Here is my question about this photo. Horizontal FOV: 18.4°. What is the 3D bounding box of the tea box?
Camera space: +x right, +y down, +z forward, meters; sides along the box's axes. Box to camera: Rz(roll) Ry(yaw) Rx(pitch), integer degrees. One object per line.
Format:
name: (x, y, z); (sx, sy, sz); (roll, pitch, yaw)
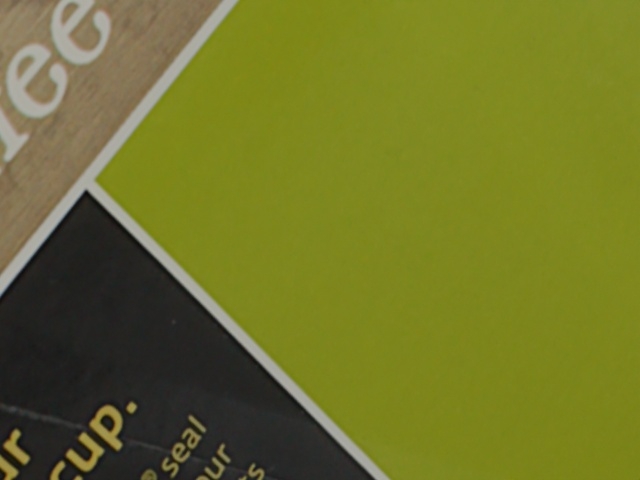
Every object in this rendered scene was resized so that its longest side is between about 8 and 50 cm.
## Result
tea box: (0.000, 0.000, 0.475); (0.329, 0.220, 0.323); (-52, 125, -17)
